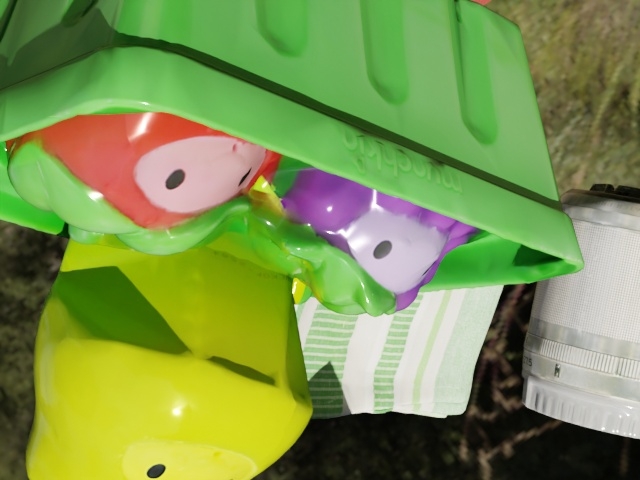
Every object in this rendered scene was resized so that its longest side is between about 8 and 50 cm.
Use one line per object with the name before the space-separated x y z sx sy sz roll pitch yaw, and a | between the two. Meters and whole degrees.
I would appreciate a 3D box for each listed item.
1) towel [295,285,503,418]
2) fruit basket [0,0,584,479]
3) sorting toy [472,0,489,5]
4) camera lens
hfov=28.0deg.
towel | 0.071 0.057 1.210 0.038 0.325 0.248 25 102 40
fruit basket | -0.054 0.014 0.760 0.283 0.392 0.392 -10 112 45
sorting toy | 0.018 -0.289 1.353 0.126 0.365 0.127 -72 -26 -76
camera lens | 0.361 0.079 1.508 0.219 0.219 0.274 14 93 60
